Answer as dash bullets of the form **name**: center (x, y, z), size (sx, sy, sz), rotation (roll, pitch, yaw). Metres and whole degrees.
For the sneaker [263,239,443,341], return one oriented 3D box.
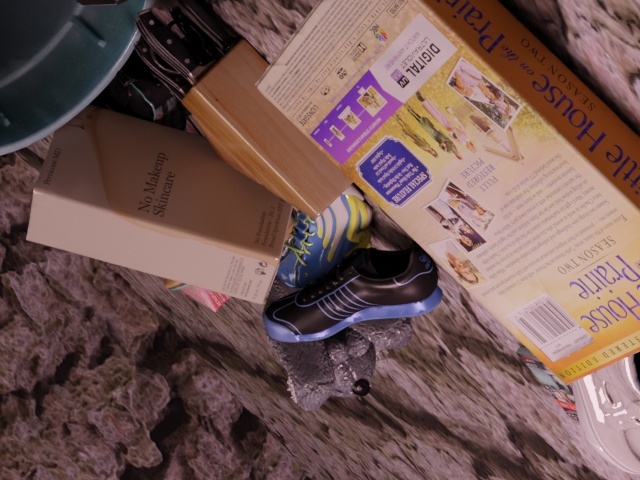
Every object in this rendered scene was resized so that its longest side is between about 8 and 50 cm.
- **sneaker**: center (0.031, 0.058, 2.063), size (0.081, 0.232, 0.090), rotation (-86, -21, -54)

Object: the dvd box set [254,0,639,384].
- **dvd box set**: center (0.151, -0.065, 1.464), size (0.420, 0.062, 0.307), rotation (43, 155, -1)

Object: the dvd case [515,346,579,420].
- **dvd case**: center (0.294, 0.178, 2.008), size (0.119, 0.013, 0.087), rotation (48, 166, -18)

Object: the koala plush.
- **koala plush**: center (0.022, 0.151, 2.393), size (0.203, 0.196, 0.221), rotation (50, 171, 31)

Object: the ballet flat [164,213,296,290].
- **ballet flat**: center (-0.139, 0.000, 2.402), size (0.073, 0.232, 0.080), rotation (61, -159, -16)

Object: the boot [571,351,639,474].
- **boot**: center (0.323, 0.161, 1.686), size (0.123, 0.095, 0.258), rotation (29, 155, 54)

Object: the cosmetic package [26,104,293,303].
- **cosmetic package**: center (-0.194, -0.048, 2.072), size (0.309, 0.160, 0.113), rotation (15, 143, -6)

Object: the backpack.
- **backpack**: center (-0.239, -0.186, 2.170), size (0.166, 0.144, 0.188), rotation (37, 139, 19)

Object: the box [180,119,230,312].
- **box**: center (-0.216, -0.055, 2.509), size (0.142, 0.154, 0.300), rotation (28, 158, 50)

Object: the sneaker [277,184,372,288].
- **sneaker**: center (0.000, 0.000, 2.094), size (0.091, 0.126, 0.240), rotation (37, 165, 27)

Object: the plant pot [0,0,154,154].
- **plant pot**: center (-0.425, -0.331, 1.938), size (0.334, 0.341, 0.341), rotation (43, 167, 21)

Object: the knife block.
- **knife block**: center (-0.095, -0.172, 1.942), size (0.275, 0.088, 0.242), rotation (34, 163, 40)

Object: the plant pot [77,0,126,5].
- **plant pot**: center (-0.198, -0.329, 1.610), size (0.187, 0.167, 0.188), rotation (51, 166, -22)
